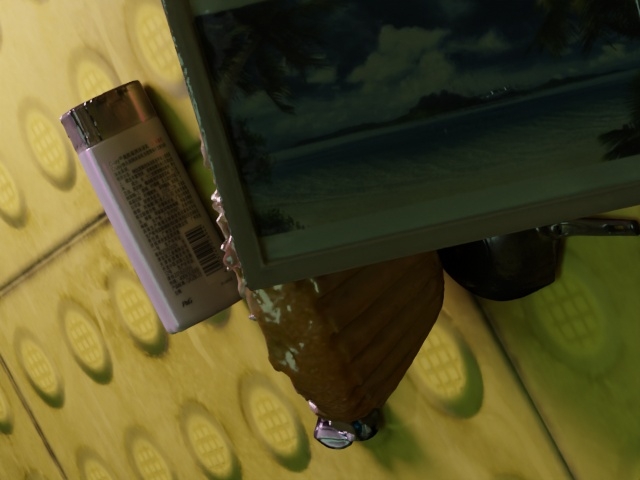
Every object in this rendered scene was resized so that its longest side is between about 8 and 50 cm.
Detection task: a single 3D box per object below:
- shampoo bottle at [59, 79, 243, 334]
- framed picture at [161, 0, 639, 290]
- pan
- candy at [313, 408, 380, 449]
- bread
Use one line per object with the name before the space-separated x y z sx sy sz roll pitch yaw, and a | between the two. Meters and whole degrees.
shampoo bottle | -0.154 -0.031 1.812 0.056 0.086 0.227 -22 96 58
framed picture | 0.071 -0.105 1.263 0.024 0.315 0.232 -73 -31 -67
pan | 0.131 -0.020 1.424 0.128 0.048 0.202 57 151 2
candy | -0.006 0.085 1.720 0.094 0.051 0.226 19 129 53
bread | 0.000 0.000 1.469 0.274 0.149 0.274 -25 -90 -89
